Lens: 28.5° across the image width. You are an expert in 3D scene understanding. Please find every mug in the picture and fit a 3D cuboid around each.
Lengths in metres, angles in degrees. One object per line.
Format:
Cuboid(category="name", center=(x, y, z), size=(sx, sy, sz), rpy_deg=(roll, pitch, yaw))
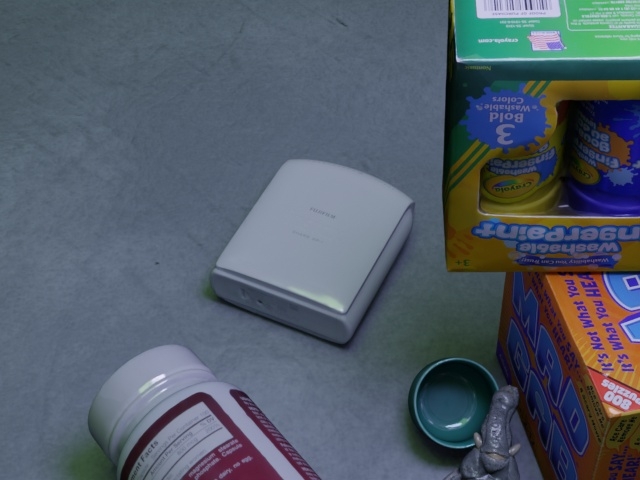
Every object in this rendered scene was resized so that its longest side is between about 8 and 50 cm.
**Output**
Cuboid(category="mug", center=(0.193, 0.251, 1.853), size=(0.129, 0.097, 0.157), rpy_deg=(4, 85, -4))

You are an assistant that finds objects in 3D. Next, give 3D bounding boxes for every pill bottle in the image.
Cuboid(category="pill bottle", center=(-0.137, 0.336, 1.714), size=(0.224, 0.224, 0.392), rpy_deg=(-31, 55, -22))

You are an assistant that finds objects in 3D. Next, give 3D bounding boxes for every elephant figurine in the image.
Cuboid(category="elephant figurine", center=(0.227, 0.352, 1.739), size=(0.186, 0.169, 0.239), rpy_deg=(-34, 14, 27))

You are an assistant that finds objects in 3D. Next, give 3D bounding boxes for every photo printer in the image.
Cuboid(category="photo printer", center=(0.000, 0.000, 2.068), size=(0.256, 0.107, 0.307), rpy_deg=(20, 53, 18))

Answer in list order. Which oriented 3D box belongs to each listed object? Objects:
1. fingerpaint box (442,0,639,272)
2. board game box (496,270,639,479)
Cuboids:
Cuboid(category="fingerpaint box", center=(0.375, -0.131, 1.532), size=(0.445, 0.371, 0.163), rpy_deg=(0, 50, 3))
Cuboid(category="board game box", center=(0.479, 0.159, 1.758), size=(0.356, 0.356, 0.356), rpy_deg=(-11, 50, -7))
